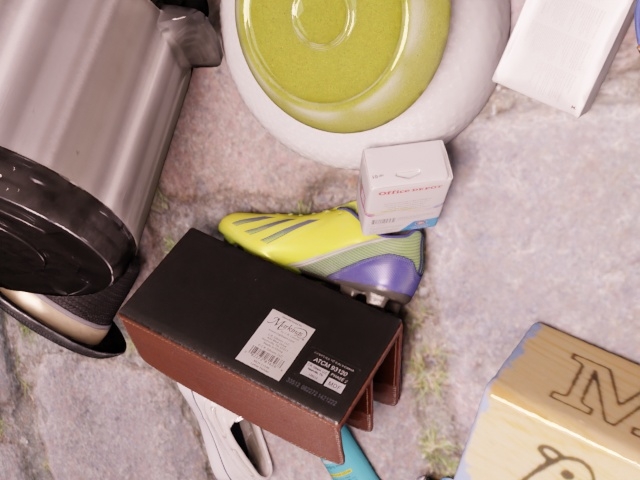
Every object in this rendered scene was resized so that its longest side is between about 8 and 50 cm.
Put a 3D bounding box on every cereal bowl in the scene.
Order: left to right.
[{"bbox_3d":[0.023,-0.234,0.883,0.339,0.141,0.338,9,110,27],"label":"cereal bowl"}]

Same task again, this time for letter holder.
[{"bbox_3d":[-0.066,0.152,1.011,0.302,0.152,0.214,23,147,21],"label":"letter holder"}]

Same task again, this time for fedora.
[{"bbox_3d":[-0.378,0.015,1.166,0.334,0.334,0.152,40,91,14],"label":"fedora"}]

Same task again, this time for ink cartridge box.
[{"bbox_3d":[0.089,-0.057,0.895,0.089,0.122,0.052,-8,68,-5],"label":"ink cartridge box"}]

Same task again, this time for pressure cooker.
[{"bbox_3d":[-0.335,-0.183,0.928,0.375,0.370,0.420,-26,48,55],"label":"pressure cooker"}]

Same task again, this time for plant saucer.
[{"bbox_3d":[0.007,-0.221,0.789,0.241,0.037,0.240,10,110,28],"label":"plant saucer"}]

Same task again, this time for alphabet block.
[{"bbox_3d":[0.269,0.231,0.859,0.197,0.193,0.192,23,118,23],"label":"alphabet block"}]

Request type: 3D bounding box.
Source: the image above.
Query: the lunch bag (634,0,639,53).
[{"bbox_3d":[0.422,-0.140,0.695,0.243,0.115,0.303,-16,99,31],"label":"lunch bag"}]

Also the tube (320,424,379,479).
[{"bbox_3d":[0.048,0.327,1.114,0.080,0.052,0.207,-25,99,44],"label":"tube"}]

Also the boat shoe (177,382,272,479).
[{"bbox_3d":[-0.131,0.234,1.168,0.084,0.095,0.258,-7,113,28],"label":"boat shoe"}]

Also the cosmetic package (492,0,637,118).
[{"bbox_3d":[0.263,-0.249,0.782,0.099,0.060,0.239,31,119,21],"label":"cosmetic package"}]

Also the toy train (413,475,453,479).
[{"bbox_3d":[0.167,0.390,1.043,0.184,0.080,0.105,50,129,7],"label":"toy train"}]

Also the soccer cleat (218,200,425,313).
[{"bbox_3d":[0.001,0.000,1.022,0.289,0.093,0.121,17,84,30],"label":"soccer cleat"}]
